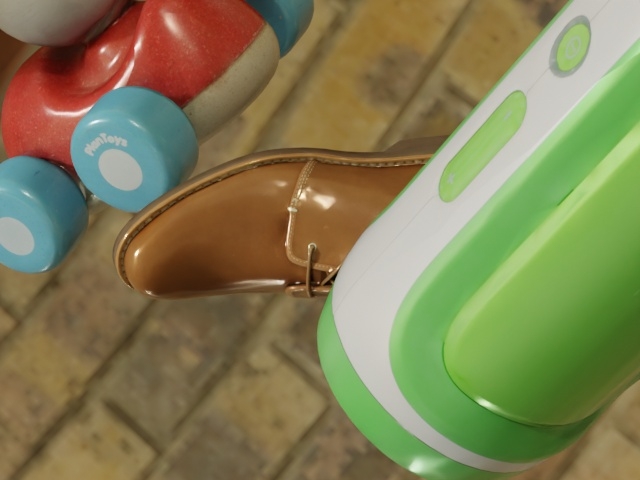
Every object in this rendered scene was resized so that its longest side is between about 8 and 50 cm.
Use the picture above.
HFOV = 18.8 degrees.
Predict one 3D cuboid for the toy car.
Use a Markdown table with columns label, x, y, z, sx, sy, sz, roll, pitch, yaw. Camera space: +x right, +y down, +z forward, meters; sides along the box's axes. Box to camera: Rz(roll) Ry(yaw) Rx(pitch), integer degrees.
| label | x | y | z | sx | sy | sz | roll | pitch | yaw |
| --- | --- | --- | --- | --- | --- | --- | --- | --- | --- |
| toy car | -0.164 | -0.147 | 1.230 | 0.210 | 0.238 | 0.219 | -27 | 19 | 40 |

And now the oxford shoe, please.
| label | x | y | z | sx | sy | sz | roll | pitch | yaw |
| --- | --- | --- | --- | --- | --- | --- | --- | --- | --- |
| oxford shoe | 0.000 | 0.000 | 0.974 | 0.212 | 0.076 | 0.076 | -11 | -48 | 0 |

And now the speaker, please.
| label | x | y | z | sx | sy | sz | roll | pitch | yaw |
| --- | --- | --- | --- | --- | --- | --- | --- | --- | --- |
| speaker | 0.122 | -0.029 | 0.744 | 0.131 | 0.131 | 0.296 | -11 | -31 | -48 |
